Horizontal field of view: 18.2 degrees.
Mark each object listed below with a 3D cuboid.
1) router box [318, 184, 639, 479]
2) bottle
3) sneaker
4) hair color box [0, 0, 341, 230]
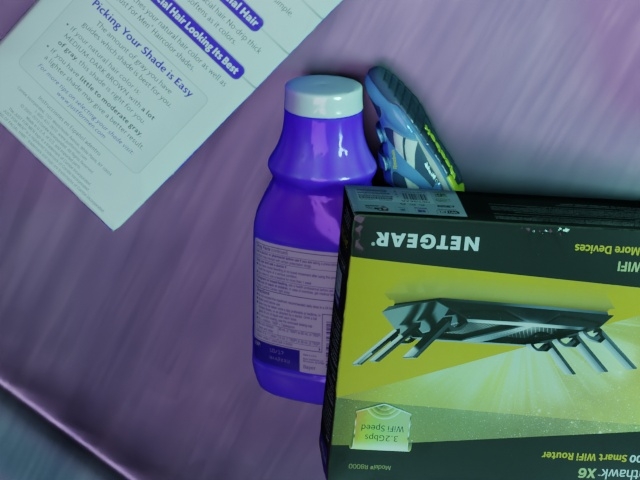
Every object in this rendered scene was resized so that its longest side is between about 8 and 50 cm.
[{"bbox_3d":[0.162,0.086,1.677,0.309,0.081,0.243,2,110,-7],"label":"router box"},{"bbox_3d":[0.000,0.000,1.729,0.118,0.092,0.283,8,112,20],"label":"bottle"},{"bbox_3d":[0.069,-0.080,1.709,0.059,0.053,0.144,-25,103,21],"label":"sneaker"},{"bbox_3d":[-0.120,-0.192,1.675,0.185,0.110,0.339,44,114,-6],"label":"hair color box"}]
